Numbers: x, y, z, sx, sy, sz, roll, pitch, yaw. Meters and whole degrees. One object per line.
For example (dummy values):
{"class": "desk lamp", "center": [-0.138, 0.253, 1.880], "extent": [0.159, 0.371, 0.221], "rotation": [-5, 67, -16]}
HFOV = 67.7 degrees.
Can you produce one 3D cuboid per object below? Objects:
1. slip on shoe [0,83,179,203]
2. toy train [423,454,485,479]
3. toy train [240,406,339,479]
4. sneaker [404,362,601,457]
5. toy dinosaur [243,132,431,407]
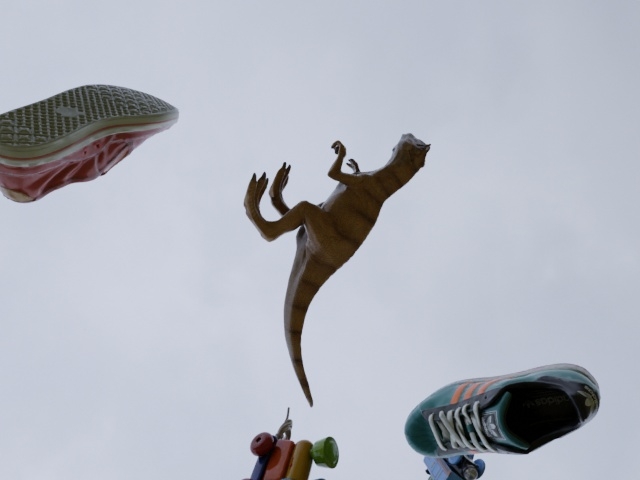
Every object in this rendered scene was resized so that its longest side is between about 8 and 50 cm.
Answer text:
{"class": "slip on shoe", "center": [-0.328, -0.151, 0.691], "extent": [0.123, 0.101, 0.331], "rotation": [27, -146, 6]}
{"class": "toy train", "center": [0.262, 0.457, 0.978], "extent": [0.080, 0.184, 0.105], "rotation": [36, -93, -3]}
{"class": "toy train", "center": [-0.032, 0.349, 0.779], "extent": [0.105, 0.143, 0.248], "rotation": [59, -155, -18]}
{"class": "sneaker", "center": [0.243, 0.256, 0.696], "extent": [0.121, 0.302, 0.108], "rotation": [6, -121, -58]}
{"class": "toy dinosaur", "center": [0.000, 0.000, 0.332], "extent": [0.112, 0.064, 0.211], "rotation": [32, -92, 9]}
